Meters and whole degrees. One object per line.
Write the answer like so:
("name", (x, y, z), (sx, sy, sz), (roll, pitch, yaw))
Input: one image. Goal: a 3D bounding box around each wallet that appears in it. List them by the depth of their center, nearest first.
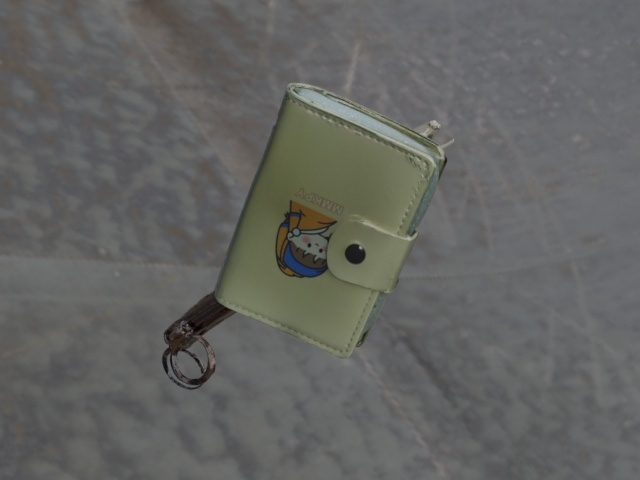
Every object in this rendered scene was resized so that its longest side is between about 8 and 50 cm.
("wallet", (0.005, -0.010, 0.680), (0.110, 0.155, 0.039), (25, 27, 5))
("wallet", (-0.003, -0.002, 1.064), (0.068, 0.335, 0.275), (49, 36, -2))
